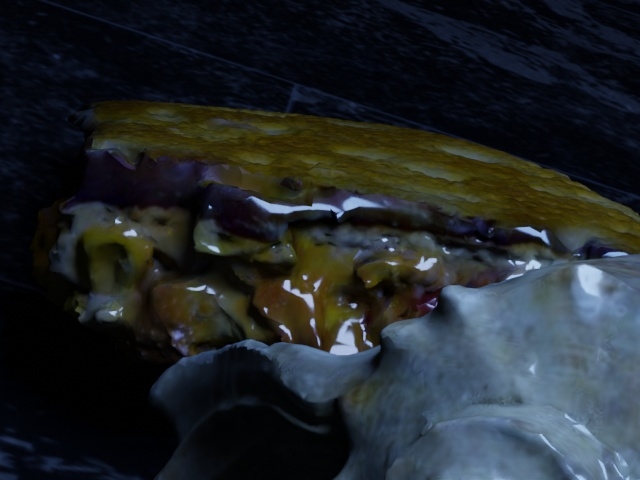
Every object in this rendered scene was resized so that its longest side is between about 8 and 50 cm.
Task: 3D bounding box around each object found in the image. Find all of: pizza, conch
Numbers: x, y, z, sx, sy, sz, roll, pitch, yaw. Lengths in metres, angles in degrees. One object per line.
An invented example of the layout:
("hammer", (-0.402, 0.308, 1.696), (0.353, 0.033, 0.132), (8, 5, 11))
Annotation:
("pizza", (0.000, 0.000, 0.923), (0.409, 0.114, 0.278), (13, 17, 36))
("conch", (0.079, 0.133, 0.737), (0.297, 0.210, 0.352), (10, -20, 28))
